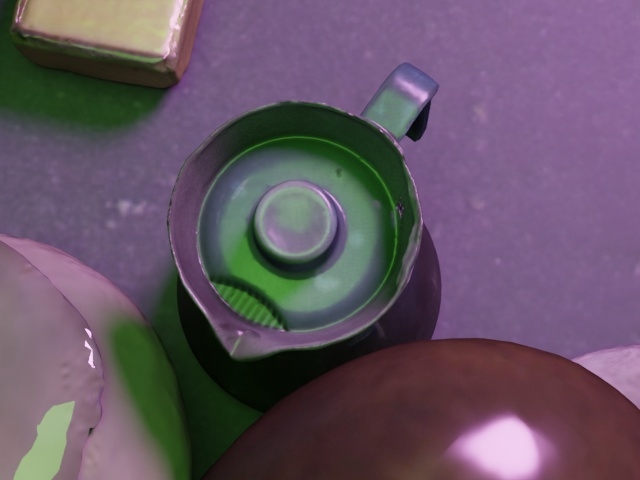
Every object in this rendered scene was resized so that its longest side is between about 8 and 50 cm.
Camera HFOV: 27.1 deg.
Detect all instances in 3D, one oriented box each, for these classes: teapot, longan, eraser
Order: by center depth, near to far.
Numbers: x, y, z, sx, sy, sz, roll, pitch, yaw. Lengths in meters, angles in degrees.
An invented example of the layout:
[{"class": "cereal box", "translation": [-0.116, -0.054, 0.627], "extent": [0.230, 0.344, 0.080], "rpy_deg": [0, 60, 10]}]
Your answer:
[{"class": "longan", "translation": [0.051, 0.214, 0.692], "extent": [0.288, 0.288, 0.350], "rpy_deg": [29, 114, 8]}, {"class": "teapot", "translation": [0.000, 0.000, 0.778], "extent": [0.171, 0.225, 0.203], "rpy_deg": [34, 81, 8]}, {"class": "eraser", "translation": [-0.134, -0.197, 0.911], "extent": [0.117, 0.058, 0.172], "rpy_deg": [11, 78, 5]}]

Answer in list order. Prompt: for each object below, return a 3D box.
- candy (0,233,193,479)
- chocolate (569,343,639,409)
[{"class": "candy", "translation": [-0.209, 0.129, 0.781], "extent": [0.295, 0.185, 0.295], "rpy_deg": [-6, 71, 16]}, {"class": "chocolate", "translation": [0.268, 0.145, 0.808], "extent": [0.303, 0.100, 0.185], "rpy_deg": [-8, 81, 3]}]
